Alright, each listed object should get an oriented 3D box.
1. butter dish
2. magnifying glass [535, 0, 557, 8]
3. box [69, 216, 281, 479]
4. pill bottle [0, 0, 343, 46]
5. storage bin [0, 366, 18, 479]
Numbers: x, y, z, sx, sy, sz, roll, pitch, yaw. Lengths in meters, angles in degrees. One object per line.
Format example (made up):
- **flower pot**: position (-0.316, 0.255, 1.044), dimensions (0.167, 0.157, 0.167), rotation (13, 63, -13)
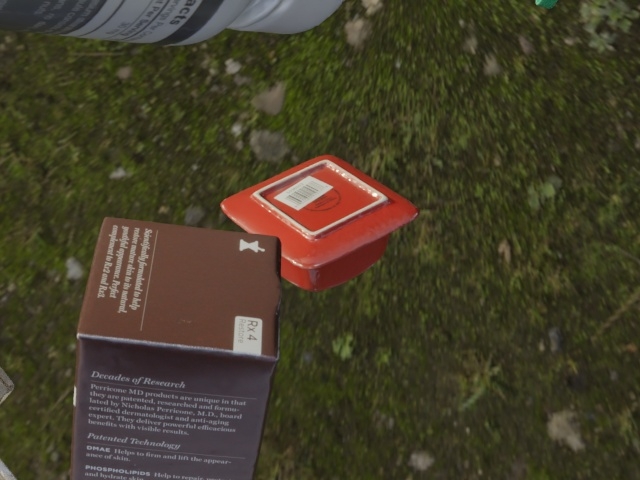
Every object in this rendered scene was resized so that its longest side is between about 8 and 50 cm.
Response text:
- **butter dish**: position (0.000, 0.000, 1.191), dimensions (0.160, 0.160, 0.118), rotation (-27, 134, -30)
- **magnifying glass**: position (0.288, -0.321, 1.326), dimensions (0.026, 0.231, 0.092), rotation (19, 101, -2)
- **box**: position (-0.131, 0.114, 1.021), dimensions (0.167, 0.168, 0.203), rotation (7, 126, -6)
- **pill bottle**: position (-0.152, -0.232, 0.712), dimensions (0.204, 0.361, 0.204), rotation (4, 95, 49)
- **storage bin**: position (-0.454, 0.167, 1.266), dimensions (0.123, 0.262, 0.260), rotation (-33, 113, -5)
